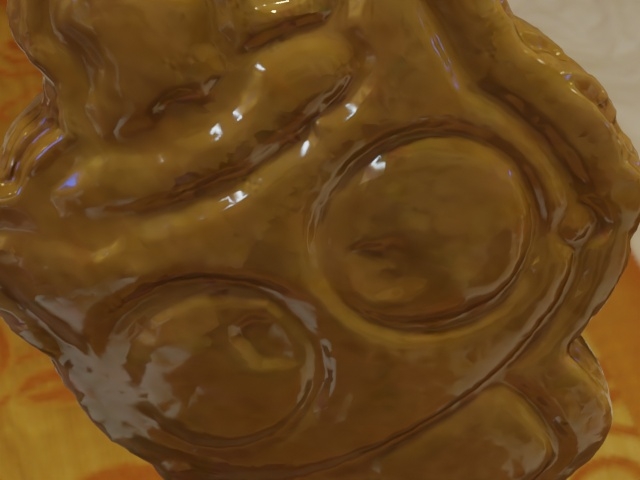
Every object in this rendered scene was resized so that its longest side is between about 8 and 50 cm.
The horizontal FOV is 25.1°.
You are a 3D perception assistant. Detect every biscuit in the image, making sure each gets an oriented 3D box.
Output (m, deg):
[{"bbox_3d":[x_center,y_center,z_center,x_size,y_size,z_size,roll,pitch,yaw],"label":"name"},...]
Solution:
[{"bbox_3d":[0.001,0.003,0.611,0.269,0.376,0.051,-31,32,12],"label":"biscuit"}]
